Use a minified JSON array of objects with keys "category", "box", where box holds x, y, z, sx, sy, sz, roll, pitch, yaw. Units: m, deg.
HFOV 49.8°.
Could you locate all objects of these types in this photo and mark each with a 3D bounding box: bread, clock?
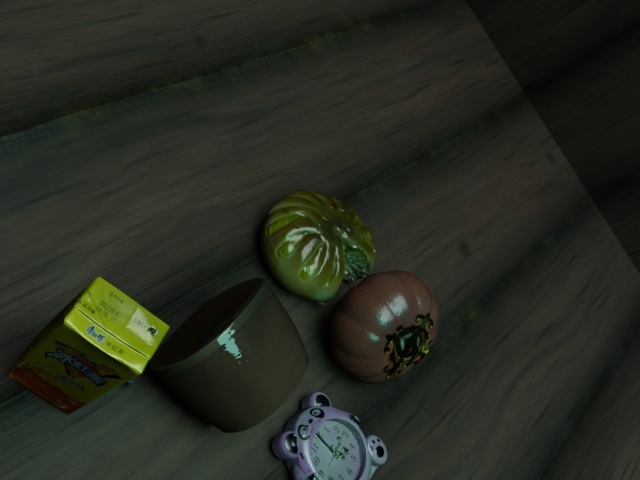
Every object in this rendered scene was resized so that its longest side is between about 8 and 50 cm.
[{"category":"bread","box":[0.000,0.000,1.804,0.333,0.160,0.333,19,56,-30]},{"category":"clock","box":[0.019,0.498,1.617,0.248,0.090,0.227,48,47,-6]}]

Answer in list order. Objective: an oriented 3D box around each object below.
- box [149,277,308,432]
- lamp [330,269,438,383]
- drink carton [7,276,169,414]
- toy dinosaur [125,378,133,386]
[{"category":"box","box":[-0.180,0.251,1.467,0.216,0.301,0.301,55,47,-12]},{"category":"lamp","box":[0.151,0.211,1.760,0.305,0.240,0.305,-21,126,-32]},{"category":"drink carton","box":[-0.426,0.199,1.237,0.154,0.351,0.111,39,50,-16]},{"category":"toy dinosaur","box":[-0.396,0.232,1.449,0.055,0.049,0.154,16,54,-35]}]
